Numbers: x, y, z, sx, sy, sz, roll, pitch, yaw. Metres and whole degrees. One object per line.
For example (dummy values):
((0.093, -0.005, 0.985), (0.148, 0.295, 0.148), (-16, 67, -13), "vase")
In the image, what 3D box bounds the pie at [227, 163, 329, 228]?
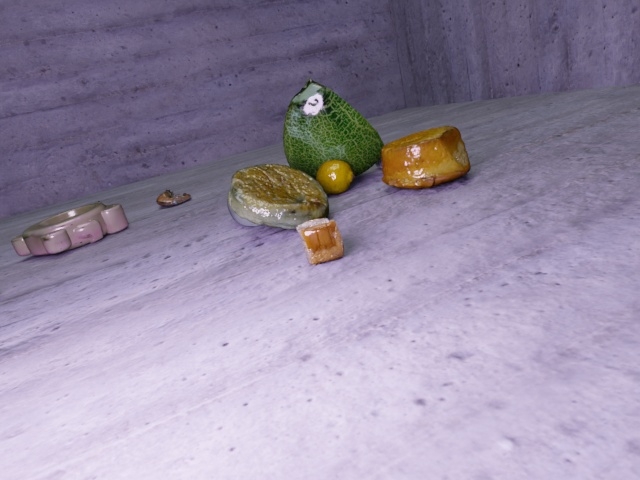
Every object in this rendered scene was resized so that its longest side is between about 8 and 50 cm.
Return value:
((-0.109, -0.115, 1.182), (0.278, 0.078, 0.277), (12, 30, -7), "pie")

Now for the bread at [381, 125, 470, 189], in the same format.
((0.286, -0.228, 1.293), (0.269, 0.145, 0.268), (-16, 15, 4), "bread")

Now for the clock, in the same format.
((-0.879, -0.037, 1.618), (0.284, 0.114, 0.309), (-2, 23, 27), "clock")

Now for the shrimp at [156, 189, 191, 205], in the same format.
((-0.642, -0.189, 2.013), (0.144, 0.052, 0.251), (-7, 23, -15), "shrimp")

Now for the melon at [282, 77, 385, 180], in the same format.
((0.017, -0.343, 1.483), (0.332, 0.225, 0.344), (-7, -16, 23), "melon")

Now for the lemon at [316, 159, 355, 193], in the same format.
((0.045, -0.198, 1.428), (0.133, 0.108, 0.109), (7, 26, 29), "lemon")

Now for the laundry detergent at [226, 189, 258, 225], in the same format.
((-0.159, -0.115, 1.329), (0.215, 0.105, 0.280), (-16, 18, -13), "laundry detergent")

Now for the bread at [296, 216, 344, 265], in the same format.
((-0.001, 0.001, 0.900), (0.070, 0.083, 0.077), (-21, 19, -12), "bread")

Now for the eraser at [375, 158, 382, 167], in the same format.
((0.276, -0.285, 1.592), (0.125, 0.067, 0.210), (-14, 18, -8), "eraser")
